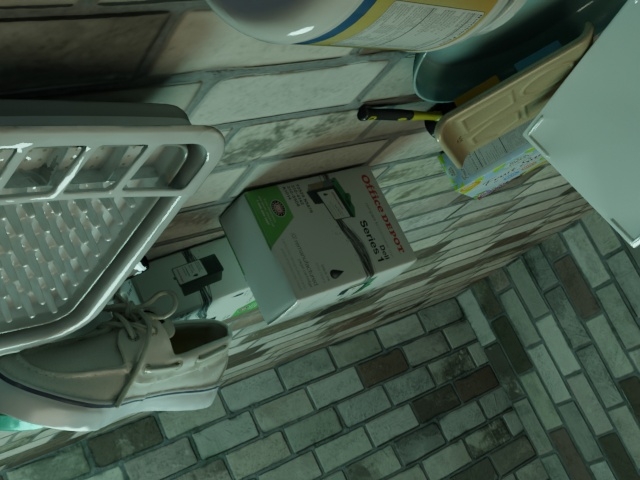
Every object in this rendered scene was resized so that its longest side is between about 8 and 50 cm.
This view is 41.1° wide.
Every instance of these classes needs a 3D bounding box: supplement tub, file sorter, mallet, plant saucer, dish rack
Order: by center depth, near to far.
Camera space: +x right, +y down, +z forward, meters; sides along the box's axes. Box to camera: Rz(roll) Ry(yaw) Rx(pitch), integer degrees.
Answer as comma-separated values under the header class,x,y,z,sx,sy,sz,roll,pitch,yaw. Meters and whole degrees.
class,x,y,z,sx,sy,sz,roll,pitch,yaw
supplement tub,0.035,-0.186,0.502,0.199,0.144,0.144,-12,161,-48
dish rack,-0.264,-0.007,0.709,0.285,0.072,0.333,-10,151,-49
plant saucer,0.229,-0.247,0.872,0.317,0.044,0.317,-24,167,-6
file sorter,0.407,-0.166,0.961,0.173,0.193,0.278,-32,164,-32
mallet,0.109,-0.150,1.055,0.189,0.039,0.062,-10,162,-38

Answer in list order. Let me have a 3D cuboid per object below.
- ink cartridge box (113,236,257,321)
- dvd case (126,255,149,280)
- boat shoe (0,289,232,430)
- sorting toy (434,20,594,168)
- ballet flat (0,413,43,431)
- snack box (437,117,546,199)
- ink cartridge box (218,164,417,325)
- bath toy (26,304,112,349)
class,x,y,z,sx,sy,sz,roll,pitch,yaw
ink cartridge box,-0.180,0.072,1.239,0.208,0.087,0.153,-19,165,-26
dvd case,-0.324,0.042,0.880,0.253,0.022,0.180,-27,150,1
boat shoe,-0.224,0.124,1.020,0.367,0.135,0.157,11,105,-56
sorting toy,0.231,-0.171,1.016,0.208,0.038,0.193,-34,166,11
ballet flat,-0.426,0.182,1.048,0.247,0.083,0.087,10,148,-16
snack box,0.308,-0.147,1.358,0.207,0.070,0.174,-31,167,18
ink cartridge box,0.000,0.000,1.143,0.219,0.160,0.092,-17,165,-38
bath toy,-0.343,0.170,1.225,0.151,0.129,0.348,-20,165,-24
